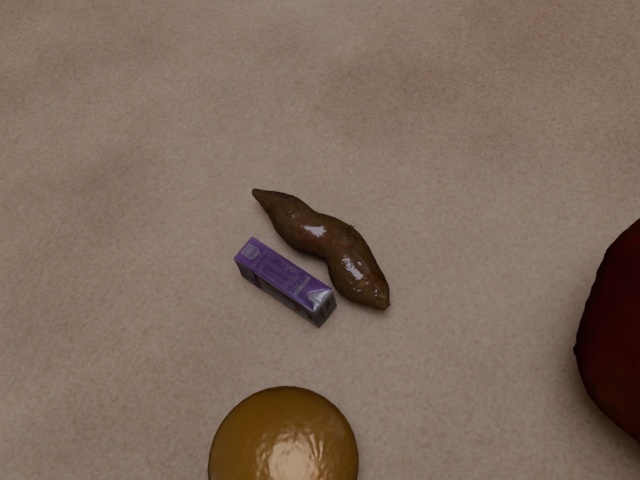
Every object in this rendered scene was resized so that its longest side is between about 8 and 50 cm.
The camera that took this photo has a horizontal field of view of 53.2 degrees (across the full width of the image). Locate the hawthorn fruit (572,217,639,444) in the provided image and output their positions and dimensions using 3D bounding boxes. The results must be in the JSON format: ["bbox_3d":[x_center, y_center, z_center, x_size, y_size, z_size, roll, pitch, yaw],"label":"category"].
[{"bbox_3d":[0.355,0.062,0.503,0.265,0.307,0.265,-5,65,10],"label":"hawthorn fruit"}]

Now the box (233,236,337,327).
[{"bbox_3d":[-0.039,0.046,0.702,0.117,0.050,0.036,32,70,24],"label":"box"}]

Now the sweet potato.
[{"bbox_3d":[0.003,-0.002,0.723,0.065,0.051,0.218,-42,64,-14],"label":"sweet potato"}]

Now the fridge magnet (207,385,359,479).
[{"bbox_3d":[-0.035,0.208,0.601,0.143,0.063,0.143,-3,61,6],"label":"fridge magnet"}]
